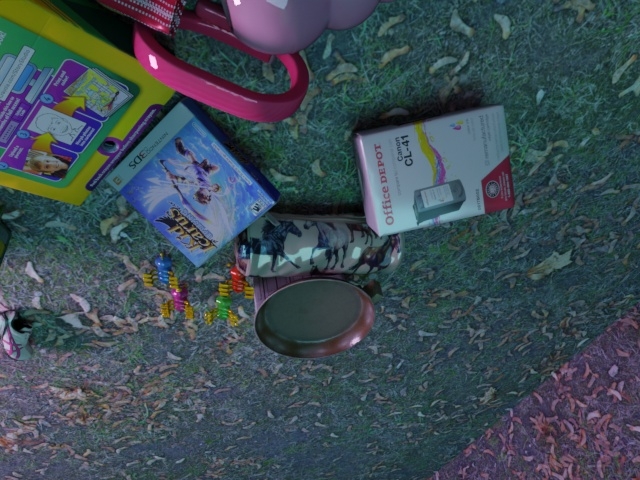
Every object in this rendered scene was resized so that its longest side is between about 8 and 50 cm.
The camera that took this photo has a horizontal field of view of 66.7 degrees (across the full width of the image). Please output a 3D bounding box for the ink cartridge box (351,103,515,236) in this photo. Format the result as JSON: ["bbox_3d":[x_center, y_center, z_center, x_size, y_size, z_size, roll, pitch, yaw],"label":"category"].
[{"bbox_3d":[0.241,-0.153,1.056,0.306,0.131,0.226,-14,104,-3],"label":"ink cartridge box"}]

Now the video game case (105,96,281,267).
[{"bbox_3d":[-0.262,-0.111,1.008,0.244,0.061,0.269,-37,107,22],"label":"video game case"}]

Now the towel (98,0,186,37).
[{"bbox_3d":[-0.249,-0.437,0.639,0.198,0.031,0.275,24,126,-11],"label":"towel"}]

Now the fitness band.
[{"bbox_3d":[-0.159,-0.300,0.806,0.290,0.209,0.054,20,141,-14],"label":"fitness band"}]

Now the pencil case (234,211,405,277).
[{"bbox_3d":[0.000,0.000,1.181,0.409,0.160,0.184,-1,138,-13],"label":"pencil case"}]

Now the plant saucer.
[{"bbox_3d":[-0.015,0.193,1.243,0.310,0.050,0.311,-5,132,-6],"label":"plant saucer"}]

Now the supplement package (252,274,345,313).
[{"bbox_3d":[-0.059,0.149,1.328,0.243,0.134,0.139,-5,133,-9],"label":"supplement package"}]

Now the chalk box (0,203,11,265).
[{"bbox_3d":[-0.769,0.006,0.980,0.288,0.180,0.179,-14,135,1],"label":"chalk box"}]

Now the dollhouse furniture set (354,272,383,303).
[{"bbox_3d":[0.154,0.131,1.355,0.123,0.151,0.144,25,126,-33],"label":"dollhouse furniture set"}]

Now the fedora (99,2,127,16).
[{"bbox_3d":[-0.278,-0.435,0.731,0.194,0.079,0.195,-1,114,-2],"label":"fedora"}]

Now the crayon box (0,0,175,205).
[{"bbox_3d":[-0.471,-0.238,0.808,0.363,0.106,0.313,-38,145,26],"label":"crayon box"}]

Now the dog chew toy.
[{"bbox_3d":[0.007,-0.420,0.759,0.331,0.207,0.207,-18,136,-7],"label":"dog chew toy"}]

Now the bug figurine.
[{"bbox_3d":[-0.311,0.127,1.272,0.278,0.072,0.216,9,128,-5],"label":"bug figurine"}]

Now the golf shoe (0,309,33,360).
[{"bbox_3d":[-0.805,0.258,1.294,0.085,0.068,0.186,-10,135,-7],"label":"golf shoe"}]
